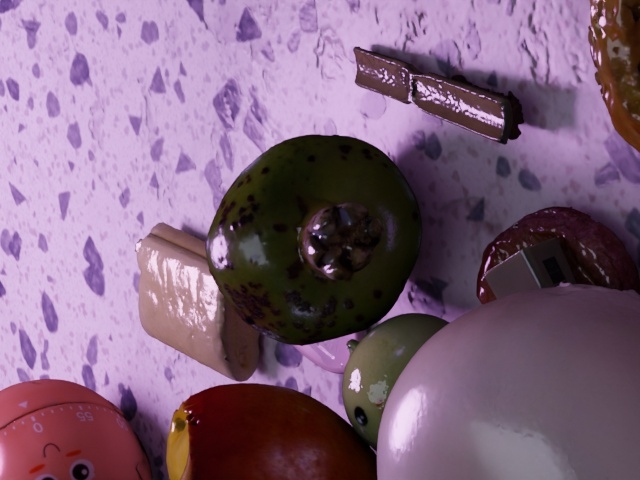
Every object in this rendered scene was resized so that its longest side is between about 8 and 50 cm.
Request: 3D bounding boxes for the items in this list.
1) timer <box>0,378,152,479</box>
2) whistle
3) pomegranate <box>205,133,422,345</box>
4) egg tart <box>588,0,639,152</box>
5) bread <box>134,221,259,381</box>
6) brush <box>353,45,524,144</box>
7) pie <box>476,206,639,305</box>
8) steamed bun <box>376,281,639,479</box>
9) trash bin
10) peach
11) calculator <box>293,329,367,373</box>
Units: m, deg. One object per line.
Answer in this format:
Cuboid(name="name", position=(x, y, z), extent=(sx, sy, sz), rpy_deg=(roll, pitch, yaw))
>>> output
Cuboid(name="timer", position=(-0.315, 0.282, 2.213), extent=(0.215, 0.230, 0.229), rpy_deg=(49, 135, 35))
Cuboid(name="whistle", position=(0.121, 0.168, 1.660), extent=(0.294, 0.141, 0.141), rpy_deg=(44, 132, 39))
Cuboid(name="pomegranate", position=(0.000, 0.000, 1.714), extent=(0.248, 0.202, 0.202), rpy_deg=(-172, 72, -83))
Cuboid(name="egg tart", position=(0.327, -0.154, 1.308), extent=(0.297, 0.132, 0.297), rpy_deg=(21, 124, 35))
Cuboid(name="bread", position=(-0.134, 0.066, 2.048), extent=(0.178, 0.060, 0.139), rpy_deg=(19, 114, 50))
Cuboid(name="brush", position=(0.103, -0.133, 1.693), extent=(0.248, 0.036, 0.043), rpy_deg=(27, 116, 56))
Cuboid(name="pie", position=(0.203, 0.059, 1.587), extent=(0.182, 0.049, 0.182), rpy_deg=(23, 121, 45))
Cuboid(name="steamed bun", position=(0.187, 0.199, 1.429), extent=(0.324, 0.206, 0.324), rpy_deg=(21, 126, 32))
Cuboid(name="trash bin", position=(0.182, 0.053, 1.540), extent=(0.061, 0.043, 0.092), rpy_deg=(-36, 77, 49))
Cuboid(name="peach", position=(-0.031, 0.282, 1.752), extent=(0.380, 0.242, 0.306), rpy_deg=(-81, -10, -82))
Cuboid(name="calculator", position=(-0.008, 0.070, 1.905), extent=(0.166, 0.024, 0.103), rpy_deg=(39, 129, 41))
